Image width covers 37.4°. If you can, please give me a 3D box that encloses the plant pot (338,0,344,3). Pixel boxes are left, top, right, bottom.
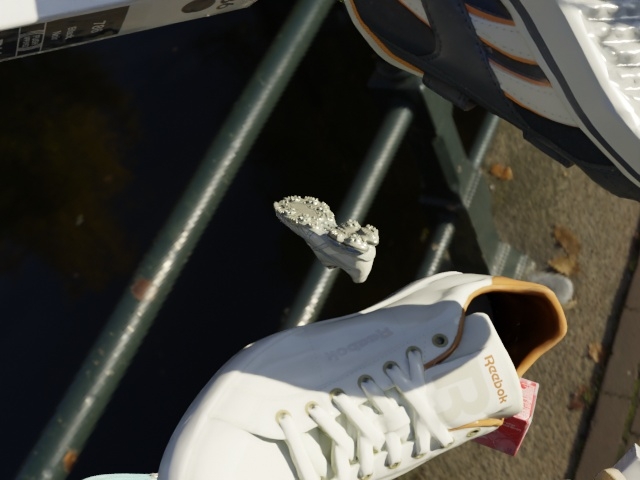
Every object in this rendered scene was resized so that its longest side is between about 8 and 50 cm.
[{"bbox_3d":[0.083,-0.347,1.019,0.253,0.276,0.276,10,48,-22],"label":"plant pot"}]

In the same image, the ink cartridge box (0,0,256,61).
[{"bbox_3d":[-0.147,-0.200,0.547,0.332,0.065,0.165,-17,86,-21],"label":"ink cartridge box"}]

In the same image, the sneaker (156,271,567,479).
[{"bbox_3d":[0.038,0.088,0.558,0.290,0.106,0.123,-31,14,-36],"label":"sneaker"}]

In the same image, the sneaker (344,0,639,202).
[{"bbox_3d":[0.114,-0.120,0.483,0.321,0.127,0.126,47,68,-1],"label":"sneaker"}]

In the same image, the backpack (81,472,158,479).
[{"bbox_3d":[-0.232,0.384,1.077,0.253,0.225,0.191,1,29,-28],"label":"backpack"}]

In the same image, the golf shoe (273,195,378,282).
[{"bbox_3d":[0.000,0.000,1.291,0.069,0.086,0.176,-25,41,-36],"label":"golf shoe"}]

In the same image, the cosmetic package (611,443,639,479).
[{"bbox_3d":[0.488,0.392,1.272,0.239,0.060,0.099,40,103,7],"label":"cosmetic package"}]

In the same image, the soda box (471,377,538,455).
[{"bbox_3d":[0.193,0.233,1.460,0.263,0.092,0.083,19,41,9],"label":"soda box"}]

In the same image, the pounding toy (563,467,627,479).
[{"bbox_3d":[0.176,0.293,0.749,0.154,0.154,0.270,43,117,37],"label":"pounding toy"}]
